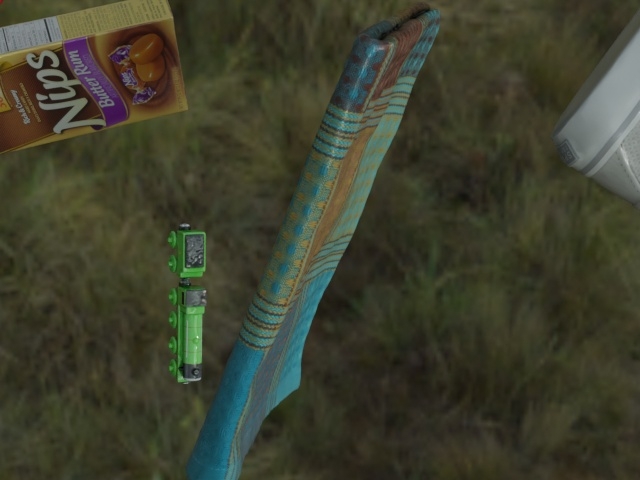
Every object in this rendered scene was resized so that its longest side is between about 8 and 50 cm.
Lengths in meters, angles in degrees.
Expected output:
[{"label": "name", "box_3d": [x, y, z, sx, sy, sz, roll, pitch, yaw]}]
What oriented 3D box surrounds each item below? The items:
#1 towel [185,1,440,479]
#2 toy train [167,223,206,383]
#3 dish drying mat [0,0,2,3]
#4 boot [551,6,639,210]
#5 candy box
[{"label": "towel", "box_3d": [0.000, 0.000, 1.187, 0.040, 0.370, 0.271, 24, 18, 5]}, {"label": "toy train", "box_3d": [-0.067, 0.033, 0.777, 0.017, 0.083, 0.024, -4, 9, -25]}, {"label": "dish drying mat", "box_3d": [-0.300, -0.236, 1.344, 0.008, 0.032, 0.083, 36, 4, 29]}, {"label": "boot", "box_3d": [0.232, -0.114, 0.727, 0.123, 0.258, 0.095, 35, 16, -1]}, {"label": "candy box", "box_3d": [-0.224, -0.155, 1.424, 0.187, 0.109, 0.053, -14, 42, -8]}]
